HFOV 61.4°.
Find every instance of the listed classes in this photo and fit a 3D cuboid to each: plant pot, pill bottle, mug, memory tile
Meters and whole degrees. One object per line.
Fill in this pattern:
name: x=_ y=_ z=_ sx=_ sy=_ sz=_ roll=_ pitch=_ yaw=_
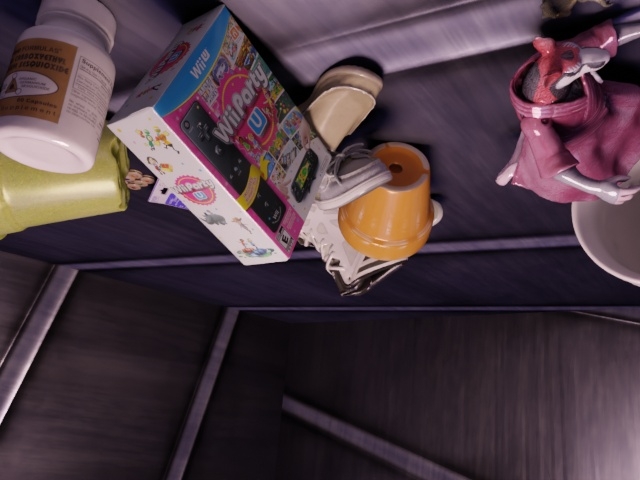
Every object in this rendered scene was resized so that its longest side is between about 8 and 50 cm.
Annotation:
plant pot: x=0.144 y=-0.093 z=1.109 sx=0.205 sy=0.205 sz=0.188 roll=5 pitch=147 yaw=0
pill bottle: x=-0.360 y=-0.221 z=0.751 sx=0.131 sy=0.229 sz=0.131 roll=5 pitch=163 yaw=2
plant pot: x=-0.519 y=-0.143 z=1.063 sx=0.253 sy=0.276 sz=0.276 roll=-4 pitch=165 yaw=-13
mug: x=0.686 y=-0.065 z=0.948 sx=0.328 sy=0.276 sz=0.374 roll=14 pitch=131 yaw=-43
memory tile: x=-0.499 y=-0.163 z=1.347 sx=0.113 sy=0.012 sz=0.148 roll=-11 pitch=156 yaw=42

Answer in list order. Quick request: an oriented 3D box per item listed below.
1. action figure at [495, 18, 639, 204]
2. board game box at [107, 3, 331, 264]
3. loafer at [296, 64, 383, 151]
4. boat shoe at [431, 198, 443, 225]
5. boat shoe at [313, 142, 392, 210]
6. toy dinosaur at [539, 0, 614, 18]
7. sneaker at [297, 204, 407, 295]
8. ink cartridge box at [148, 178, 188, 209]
action figure: x=0.351 y=-0.197 z=0.763 sx=0.275 sy=0.248 sz=0.370 roll=26 pitch=-176 yaw=42
board game box: x=-0.125 y=-0.142 z=0.796 sx=0.097 sy=0.224 sz=0.303 roll=-7 pitch=138 yaw=36
loafer: x=0.014 y=-0.204 z=0.924 sx=0.101 sy=0.092 sz=0.268 roll=14 pitch=161 yaw=-25
boat shoe: x=0.241 y=-0.058 z=1.373 sx=0.081 sy=0.079 sz=0.227 roll=5 pitch=170 yaw=-32
boat shoe: x=0.020 y=-0.128 z=1.003 sx=0.118 sy=0.103 sz=0.320 roll=-29 pitch=-163 yaw=-14
toy dinosaur: x=0.318 y=-0.310 z=0.556 sx=0.118 sy=0.064 sz=0.268 roll=10 pitch=160 yaw=7
sneaker: x=0.000 y=0.000 z=1.305 sx=0.447 sy=0.258 sz=0.169 roll=0 pitch=162 yaw=17
ink cartridge box: x=-0.316 y=-0.123 z=1.365 sx=0.208 sy=0.045 sz=0.206 roll=12 pitch=162 yaw=-23
